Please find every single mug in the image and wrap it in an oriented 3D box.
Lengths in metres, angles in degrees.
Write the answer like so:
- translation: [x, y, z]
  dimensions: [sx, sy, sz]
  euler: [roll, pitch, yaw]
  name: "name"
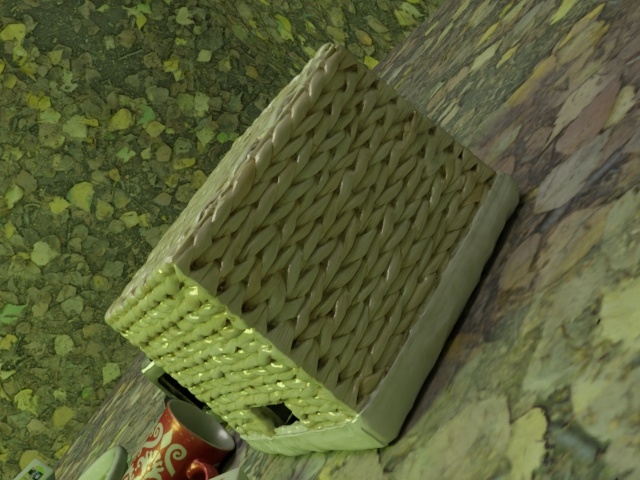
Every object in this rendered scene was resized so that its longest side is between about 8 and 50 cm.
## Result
- translation: [-0.211, 0.324, 1.061]
  dimensions: [0.169, 0.113, 0.150]
  euler: [-54, 8, 2]
  name: "mug"

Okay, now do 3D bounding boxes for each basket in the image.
- translation: [-0.024, 0.028, 0.853]
  dimensions: [0.331, 0.266, 0.328]
  euler: [-58, 13, -27]
  name: "basket"

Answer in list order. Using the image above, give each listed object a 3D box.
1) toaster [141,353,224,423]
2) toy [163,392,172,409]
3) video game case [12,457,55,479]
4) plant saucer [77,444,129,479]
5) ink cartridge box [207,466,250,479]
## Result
- translation: [-0.156, 0.177, 1.186]
  dimensions: [0.168, 0.185, 0.110]
  euler: [-36, 19, 28]
  name: "toaster"
- translation: [-0.198, 0.258, 1.294]
  dimensions: [0.056, 0.137, 0.237]
  euler: [-8, 19, 9]
  name: "toy"
- translation: [-0.678, 0.646, 1.696]
  dimensions: [0.244, 0.061, 0.270]
  euler: [-47, -22, -43]
  name: "video game case"
- translation: [-0.412, 0.524, 1.247]
  dimensions: [0.400, 0.100, 0.400]
  euler: [-48, 11, 13]
  name: "plant saucer"
- translation: [-0.119, 0.301, 0.786]
  dimensions: [0.104, 0.060, 0.180]
  euler: [-26, 17, 14]
  name: "ink cartridge box"
